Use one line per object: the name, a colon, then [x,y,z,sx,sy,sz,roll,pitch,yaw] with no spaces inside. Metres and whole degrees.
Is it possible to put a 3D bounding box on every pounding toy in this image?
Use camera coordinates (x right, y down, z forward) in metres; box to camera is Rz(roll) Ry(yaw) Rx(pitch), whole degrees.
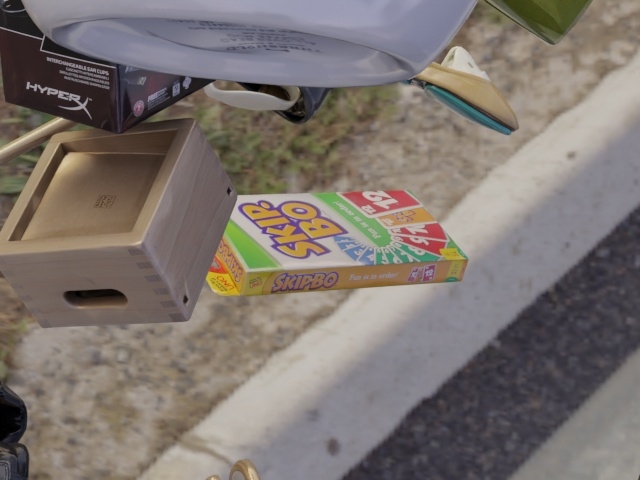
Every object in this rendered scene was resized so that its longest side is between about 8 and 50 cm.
pounding toy: [-0.160,-0.035,1.048,0.206,0.181,0.094,-72,147,-40]

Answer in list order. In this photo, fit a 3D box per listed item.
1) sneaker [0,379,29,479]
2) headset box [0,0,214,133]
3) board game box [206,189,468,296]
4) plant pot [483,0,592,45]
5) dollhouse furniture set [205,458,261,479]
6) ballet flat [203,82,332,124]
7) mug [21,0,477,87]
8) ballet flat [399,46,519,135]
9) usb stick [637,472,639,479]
sneaker: [-0.231,0.107,0.817,0.106,0.234,0.078,-11,114,-25]
headset box: [-0.122,-0.253,0.961,0.218,0.110,0.293,-38,137,-50]
board game box: [0.000,0.000,1.307,0.259,0.124,0.039,-5,127,-27]
plant pot: [0.120,-0.346,1.128,0.293,0.275,0.275,26,75,-2]
dollhouse furniture set: [-0.103,0.186,0.818,0.151,0.123,0.144,-1,136,-30]
ballet flat: [-0.109,-0.192,1.312,0.280,0.095,0.096,24,63,-18]
mug: [-0.071,-0.245,0.597,0.374,0.276,0.328,5,88,-1]
ballet flat: [0.115,-0.188,1.482,0.232,0.080,0.073,24,90,0]
usb stick: [0.266,0.234,1.075,0.077,0.045,0.278,5,110,-21]
